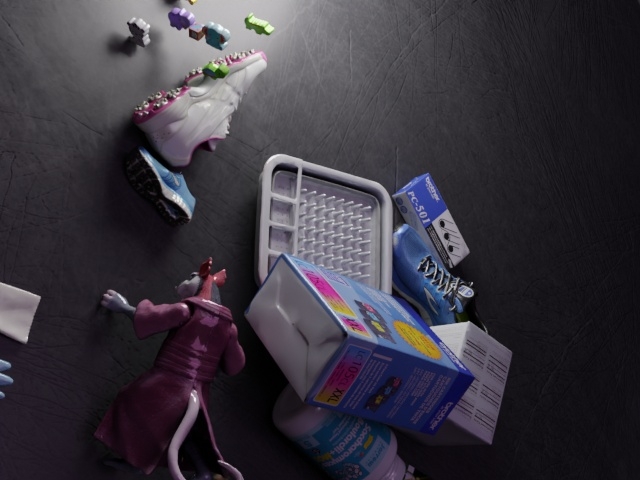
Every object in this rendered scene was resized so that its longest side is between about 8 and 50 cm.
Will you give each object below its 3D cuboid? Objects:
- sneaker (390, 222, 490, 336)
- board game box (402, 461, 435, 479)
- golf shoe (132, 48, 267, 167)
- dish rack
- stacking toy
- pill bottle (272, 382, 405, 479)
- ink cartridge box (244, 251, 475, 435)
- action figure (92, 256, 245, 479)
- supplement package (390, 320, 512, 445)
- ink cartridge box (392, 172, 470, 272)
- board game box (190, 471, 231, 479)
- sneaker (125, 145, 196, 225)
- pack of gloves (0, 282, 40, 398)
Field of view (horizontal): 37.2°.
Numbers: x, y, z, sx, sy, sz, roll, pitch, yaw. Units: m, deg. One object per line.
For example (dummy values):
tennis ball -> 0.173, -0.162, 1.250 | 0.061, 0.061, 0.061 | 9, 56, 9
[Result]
sneaker -> 0.258, 0.097, 2.016 | 0.330, 0.147, 0.130 | 54, 52, -15
board game box -> 0.149, 0.547, 1.830 | 0.136, 0.030, 0.260 | 30, 44, -4
golf shoe -> -0.205, -0.248, 1.761 | 0.306, 0.115, 0.140 | -39, 115, -31
dish rack -> 0.000, 0.000, 1.880 | 0.332, 0.072, 0.286 | 13, 71, -36
stacking toy -> -0.220, -0.390, 1.734 | 0.221, 0.052, 0.167 | 27, 55, 14
pill bottle -> 0.044, 0.368, 1.779 | 0.264, 0.146, 0.146 | 46, 55, -21
ink cartridge box -> 0.092, 0.198, 1.729 | 0.395, 0.270, 0.151 | 24, 106, -40
action figure -> -0.228, 0.203, 1.534 | 0.248, 0.275, 0.370 | 21, 81, -27
supplement package -> 0.254, 0.295, 1.934 | 0.149, 0.194, 0.203 | 35, 60, -29
ink cartridge box -> 0.246, -0.035, 2.103 | 0.097, 0.046, 0.207 | -37, 103, -40
board game box -> -0.212, 0.480, 1.623 | 0.186, 0.026, 0.126 | -41, 106, -38
sneaker -> -0.282, -0.104, 1.695 | 0.162, 0.063, 0.073 | 54, 37, -23
pack of gloves -> -0.534, 0.128, 1.413 | 0.232, 0.046, 0.195 | 32, 61, -38
